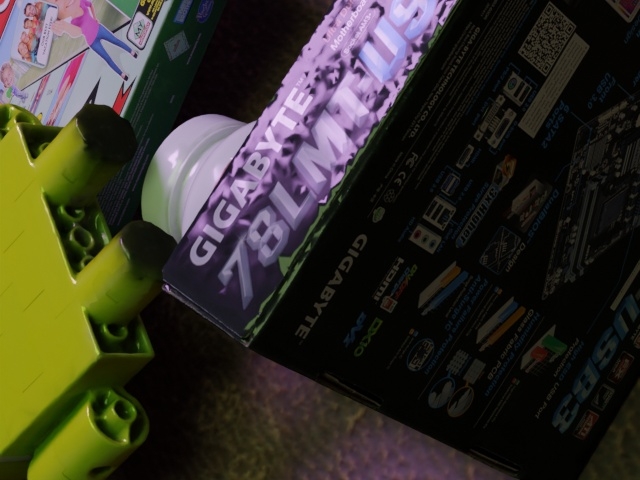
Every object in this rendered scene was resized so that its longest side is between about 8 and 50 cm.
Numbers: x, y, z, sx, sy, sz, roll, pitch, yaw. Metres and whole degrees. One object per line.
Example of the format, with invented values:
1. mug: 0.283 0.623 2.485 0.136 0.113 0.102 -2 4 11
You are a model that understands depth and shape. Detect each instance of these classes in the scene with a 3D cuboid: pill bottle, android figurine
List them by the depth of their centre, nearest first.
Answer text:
1. pill bottle: 0.000 0.000 1.031 0.216 0.121 0.121 24 86 40
2. android figurine: -0.185 0.045 1.109 0.273 0.056 0.248 -46 57 36

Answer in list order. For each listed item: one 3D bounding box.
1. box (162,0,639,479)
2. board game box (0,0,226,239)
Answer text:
1. box: 0.105 -0.044 0.864 0.073 0.293 0.295 33 92 38
2. board game box: -0.177 -0.107 1.196 0.213 0.046 0.317 40 113 39
